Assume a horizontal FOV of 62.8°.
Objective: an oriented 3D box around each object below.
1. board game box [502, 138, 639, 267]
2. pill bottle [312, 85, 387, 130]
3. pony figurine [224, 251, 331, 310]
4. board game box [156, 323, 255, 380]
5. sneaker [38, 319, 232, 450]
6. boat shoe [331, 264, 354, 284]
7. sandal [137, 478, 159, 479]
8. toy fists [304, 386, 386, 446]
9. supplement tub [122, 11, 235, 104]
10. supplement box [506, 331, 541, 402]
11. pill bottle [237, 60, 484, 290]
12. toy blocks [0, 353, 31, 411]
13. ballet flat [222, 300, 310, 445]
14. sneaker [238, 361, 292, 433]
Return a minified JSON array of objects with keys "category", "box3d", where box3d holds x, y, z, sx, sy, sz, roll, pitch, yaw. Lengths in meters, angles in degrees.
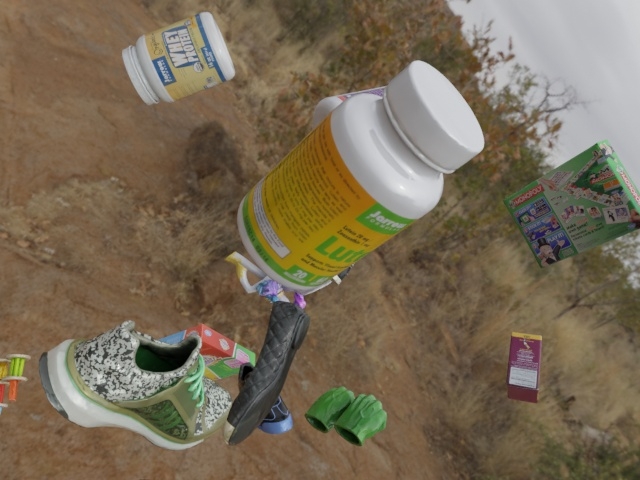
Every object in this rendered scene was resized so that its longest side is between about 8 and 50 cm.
[{"category":"board game box","box3d":[0.620,-0.077,1.297,0.046,0.317,0.214,-20,79,-28]},{"category":"pill bottle","box3d":[0.152,-0.310,1.387,0.322,0.181,0.182,-18,66,-24]},{"category":"pony figurine","box3d":[-0.117,0.124,1.892,0.363,0.351,0.303,54,-2,-4]},{"category":"board game box","box3d":[-0.431,0.428,1.950,0.316,0.242,0.064,44,32,-46]},{"category":"sneaker","box3d":[-0.252,0.242,0.899,0.410,0.182,0.158,41,19,-55]},{"category":"boat shoe","box3d":[0.000,0.000,1.201,0.233,0.079,0.084,53,-9,-32]},{"category":"sandal","box3d":[-0.159,0.522,0.937,0.446,0.167,0.107,51,41,-43]},{"category":"toy fists","box3d":[0.082,0.519,1.567,0.142,0.279,0.096,-41,110,-31]},{"category":"supplement tub","box3d":[-0.297,-0.380,1.109,0.144,0.199,0.144,-21,90,-89]},{"category":"supplement box","box3d":[0.294,0.183,0.757,0.055,0.043,0.083,64,38,-50]},{"category":"pill bottle","box3d":[0.036,-0.060,0.536,0.136,0.245,0.136,28,43,-30]},{"category":"toy blocks","box3d":[-0.718,0.342,1.193,0.054,0.123,0.148,27,53,-51]},{"category":"ballet flat","box3d":[-0.067,0.152,0.609,0.049,0.173,0.057,20,-20,24]},{"category":"sneaker","box3d":[-0.140,0.369,1.244,0.081,0.232,0.091,-15,108,-29]}]
